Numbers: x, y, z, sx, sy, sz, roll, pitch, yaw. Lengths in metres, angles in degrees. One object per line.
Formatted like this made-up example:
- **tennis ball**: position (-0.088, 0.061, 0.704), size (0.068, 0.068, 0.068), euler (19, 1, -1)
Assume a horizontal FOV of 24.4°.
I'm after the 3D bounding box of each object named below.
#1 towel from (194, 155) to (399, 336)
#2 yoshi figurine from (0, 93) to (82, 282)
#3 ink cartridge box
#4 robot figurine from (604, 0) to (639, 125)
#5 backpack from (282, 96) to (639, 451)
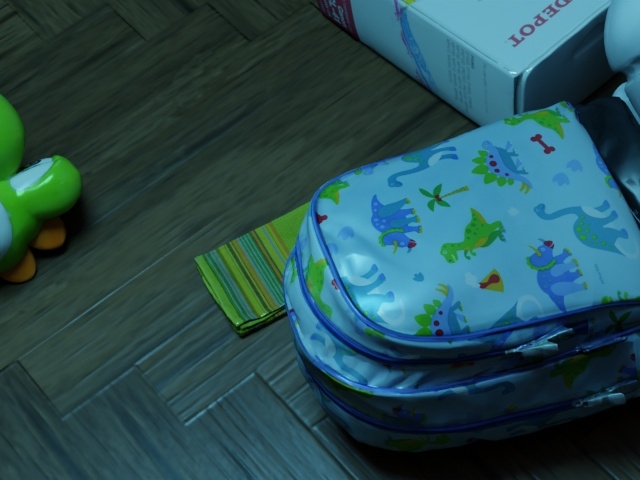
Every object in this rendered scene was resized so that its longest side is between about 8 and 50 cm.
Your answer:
- **towel**: position (0.000, 0.000, 1.442), size (0.237, 0.021, 0.102), euler (-28, 57, -11)
- **yoshi figurine**: position (-0.419, -0.034, 1.431), size (0.362, 0.203, 0.203), euler (-24, 49, -12)
- **ink cartridge box**: position (0.169, -0.266, 1.535), size (0.226, 0.131, 0.306), euler (-39, 60, -18)
- **robot figurine**: position (0.385, -0.136, 1.315), size (0.200, 0.300, 0.353), euler (-29, 89, -39)
- **backpack**: position (0.143, 0.035, 1.279), size (0.355, 0.273, 0.290), euler (-22, 60, 7)
